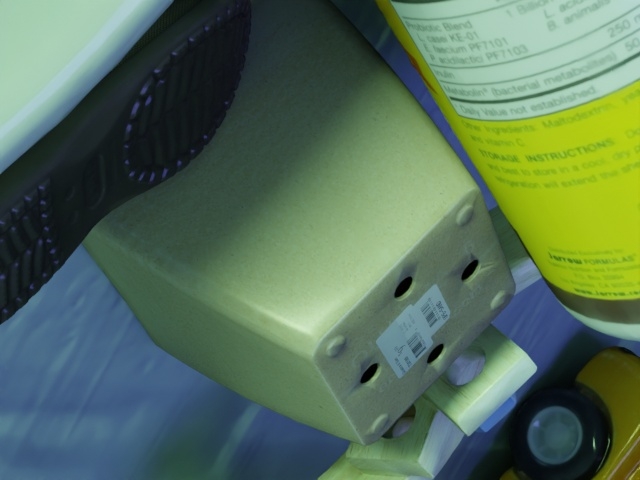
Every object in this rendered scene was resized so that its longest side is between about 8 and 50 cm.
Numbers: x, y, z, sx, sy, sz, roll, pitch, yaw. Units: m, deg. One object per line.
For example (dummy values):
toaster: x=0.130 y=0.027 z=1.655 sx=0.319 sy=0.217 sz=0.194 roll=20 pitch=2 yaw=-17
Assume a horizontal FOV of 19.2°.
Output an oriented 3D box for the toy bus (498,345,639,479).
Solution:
toy bus: x=0.096 y=0.219 z=0.923 sx=0.333 sy=0.130 sz=0.108 roll=-54 pitch=149 yaw=4

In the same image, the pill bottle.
pill bottle: x=0.076 y=-0.082 z=0.544 sx=0.117 sy=0.117 sz=0.215 roll=-42 pitch=118 yaw=-16

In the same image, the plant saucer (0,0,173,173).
plant saucer: x=-0.130 y=-0.149 z=0.270 sx=0.400 sy=0.100 sz=0.400 roll=-37 pitch=147 yaw=-29

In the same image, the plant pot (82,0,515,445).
plant pot: x=0.000 y=0.000 z=0.606 sx=0.109 sy=0.096 sz=0.109 roll=-46 pitch=148 yaw=-12

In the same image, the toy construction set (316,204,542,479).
toy construction set: x=0.068 y=0.149 z=0.735 sx=0.328 sy=0.215 sz=0.151 roll=56 pitch=28 yaw=-26

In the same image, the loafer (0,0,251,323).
loafer: x=-0.071 y=-0.035 z=0.526 sx=0.148 sy=0.050 sz=0.056 roll=-45 pitch=156 yaw=-41
